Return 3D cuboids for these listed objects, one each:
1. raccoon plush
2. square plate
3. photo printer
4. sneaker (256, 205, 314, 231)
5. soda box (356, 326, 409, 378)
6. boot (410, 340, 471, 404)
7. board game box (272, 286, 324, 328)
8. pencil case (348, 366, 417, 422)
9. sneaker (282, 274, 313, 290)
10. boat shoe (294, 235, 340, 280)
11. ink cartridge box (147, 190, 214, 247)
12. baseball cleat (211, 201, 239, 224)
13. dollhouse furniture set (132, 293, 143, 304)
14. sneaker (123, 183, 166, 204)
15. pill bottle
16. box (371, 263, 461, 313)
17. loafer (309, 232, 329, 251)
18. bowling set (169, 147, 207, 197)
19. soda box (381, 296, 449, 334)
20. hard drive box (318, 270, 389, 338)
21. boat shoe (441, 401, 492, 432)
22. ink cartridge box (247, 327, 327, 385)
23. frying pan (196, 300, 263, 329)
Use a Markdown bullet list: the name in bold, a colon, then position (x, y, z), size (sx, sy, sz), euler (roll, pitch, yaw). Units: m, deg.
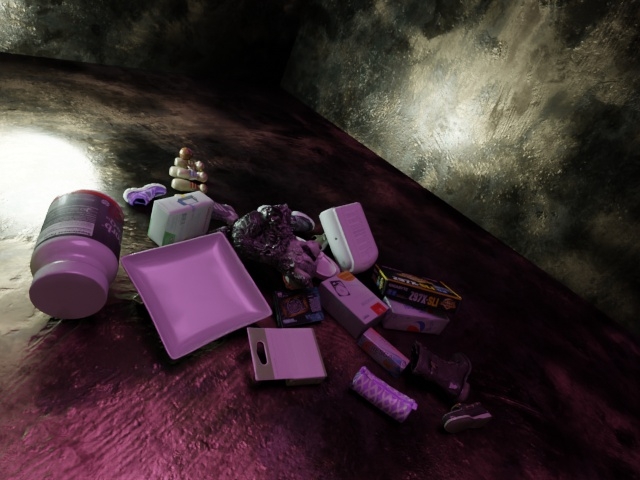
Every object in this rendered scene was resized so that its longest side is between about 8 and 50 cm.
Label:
- **raccoon plush**: position (-0.216, 0.070, 1.476), size (0.300, 0.445, 0.216), euler (70, 17, 7)
- **square plate**: position (-0.370, 0.151, 1.244), size (0.347, 0.049, 0.344), euler (-19, 66, -43)
- **photo printer**: position (0.139, -0.006, 1.831), size (0.256, 0.107, 0.308), euler (-20, 89, -54)
- **sneaker**: position (-0.158, -0.063, 1.811), size (0.268, 0.101, 0.153), euler (14, 33, -10)
- **soda box**: position (0.221, 0.395, 1.447), size (0.183, 0.058, 0.063), euler (38, 32, 19)
- **boot**: position (0.424, 0.437, 1.467), size (0.229, 0.091, 0.263), euler (37, 27, -1)
- **board game box**: position (-0.075, 0.233, 1.437), size (0.186, 0.026, 0.126), euler (-1, 73, -39)
- **pencil case**: position (0.193, 0.475, 1.276), size (0.206, 0.088, 0.086), euler (32, 33, 7)
- **sneaker**: position (-0.095, 0.098, 1.577), size (0.097, 0.135, 0.276), euler (3, 40, -38)
- **boat shoe**: position (-0.044, 0.067, 1.672), size (0.277, 0.096, 0.098), euler (33, 75, 23)
- **ink cartridge box**: position (-0.510, -0.080, 1.505), size (0.093, 0.154, 0.212), euler (36, 32, 20)
- **baseball cleat**: position (-0.412, -0.110, 1.682), size (0.109, 0.072, 0.205), euler (42, 23, 22)
- **dollhouse furniture set**: position (-0.499, 0.148, 1.240), size (0.090, 0.081, 0.114), euler (28, 31, 2)
- **sneaker**: position (-0.687, -0.173, 1.618), size (0.169, 0.068, 0.071), euler (-25, 73, -43)
- **pill bottle**: position (-0.681, 0.029, 1.155), size (0.210, 0.210, 0.363), euler (9, 35, -27)
- **box**: position (0.395, 0.200, 1.736), size (0.321, 0.080, 0.257), euler (16, 10, -4)
- **loafer**: position (0.000, 0.000, 1.837), size (0.087, 0.094, 0.251), euler (35, 31, 5)
- **bowling set**: position (-0.545, -0.287, 1.762), size (0.154, 0.200, 0.287), euler (7, 40, -32)
- **soda box**: position (0.377, 0.308, 1.667), size (0.286, 0.091, 0.098), euler (12, 32, -25)
- **hard drive box**: position (0.118, 0.240, 1.573), size (0.232, 0.089, 0.181), euler (41, 34, 22)
- **boat shoe**: position (0.471, 0.578, 1.349), size (0.227, 0.081, 0.069), euler (13, 30, -35)
- **ink cartridge box**: position (-0.109, 0.350, 1.238), size (0.234, 0.056, 0.171), euler (7, 46, -30)
- **frying pan**: position (-0.250, 0.233, 1.330), size (0.326, 0.053, 0.197), euler (28, 38, -16)
